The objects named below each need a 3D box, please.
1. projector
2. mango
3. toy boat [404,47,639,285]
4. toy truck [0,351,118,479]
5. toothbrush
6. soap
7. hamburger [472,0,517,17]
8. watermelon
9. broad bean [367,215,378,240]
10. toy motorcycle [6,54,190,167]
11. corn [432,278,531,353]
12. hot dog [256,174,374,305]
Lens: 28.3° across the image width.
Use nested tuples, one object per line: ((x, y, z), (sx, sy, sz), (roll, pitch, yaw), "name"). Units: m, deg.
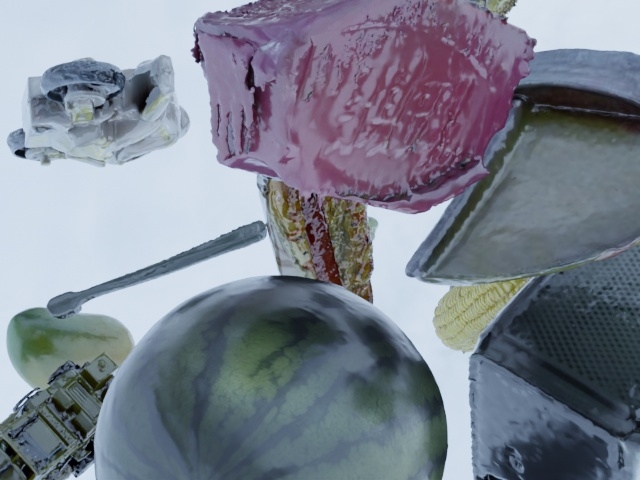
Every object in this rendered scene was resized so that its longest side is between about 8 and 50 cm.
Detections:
((0.379, 0.161, 1.431), (0.242, 0.395, 0.405), (30, 57, 33), "projector")
((-0.362, 0.166, 1.829), (0.091, 0.137, 0.237), (29, 10, 42), "mango")
((0.234, -0.064, 1.160), (0.111, 0.276, 0.293), (69, 24, -45), "toy boat")
((-0.354, 0.254, 1.624), (0.127, 0.127, 0.257), (48, 55, 3), "toy truck")
((-0.206, 0.038, 1.618), (0.030, 0.297, 0.030), (72, -4, -69), "toothbrush")
((0.027, -0.115, 0.954), (0.112, 0.182, 0.289), (20, 7, 41), "soap")
((0.190, -0.358, 1.545), (0.139, 0.243, 0.262), (18, -4, -21), "hamburger")
((-0.033, 0.168, 1.057), (0.279, 0.279, 0.359), (47, 13, 15), "watermelon")
((0.058, -0.020, 2.049), (0.083, 0.045, 0.063), (9, 1, -37), "broad bean")
((-0.260, -0.154, 1.561), (0.223, 0.341, 0.107), (-2, 79, -20), "toy motorcycle")
((0.255, 0.085, 1.818), (0.123, 0.305, 0.122), (15, 70, -13), "corn")
((0.000, 0.000, 1.315), (0.069, 0.252, 0.131), (14, 36, 41), "hot dog")
